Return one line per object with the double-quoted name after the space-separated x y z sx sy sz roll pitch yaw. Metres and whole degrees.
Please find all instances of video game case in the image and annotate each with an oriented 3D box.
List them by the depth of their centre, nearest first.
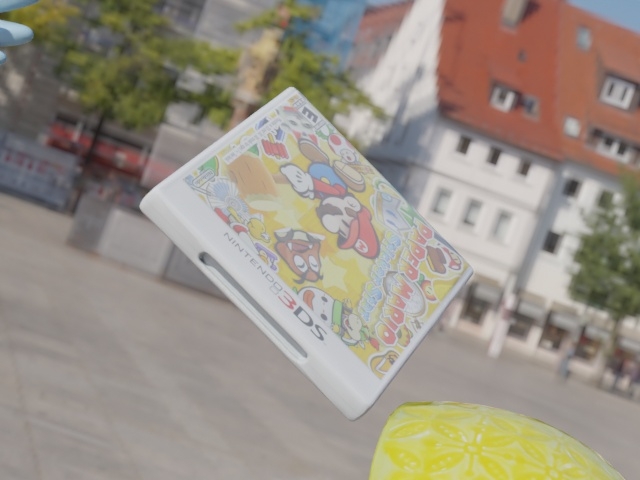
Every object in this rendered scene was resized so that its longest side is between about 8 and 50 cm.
0.000 0.000 1.075 0.206 0.026 0.227 45 33 0 "video game case"

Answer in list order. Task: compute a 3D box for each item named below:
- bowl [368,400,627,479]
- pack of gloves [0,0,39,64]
0.134 0.218 0.764 0.156 0.289 0.289 -9 -9 17 "bowl"
-0.263 -0.198 0.831 0.232 0.195 0.046 2 -4 -25 "pack of gloves"
